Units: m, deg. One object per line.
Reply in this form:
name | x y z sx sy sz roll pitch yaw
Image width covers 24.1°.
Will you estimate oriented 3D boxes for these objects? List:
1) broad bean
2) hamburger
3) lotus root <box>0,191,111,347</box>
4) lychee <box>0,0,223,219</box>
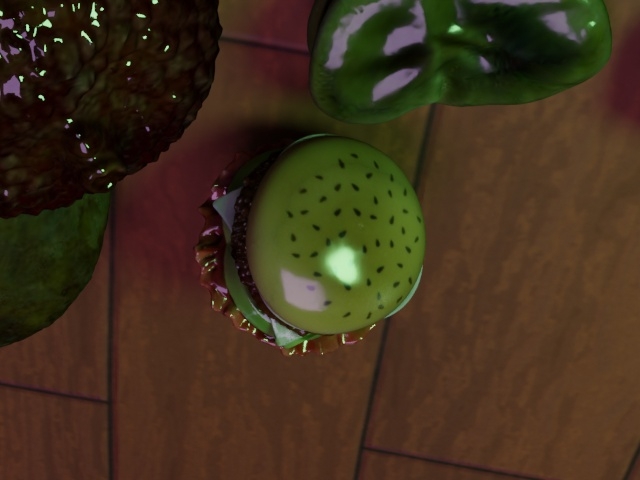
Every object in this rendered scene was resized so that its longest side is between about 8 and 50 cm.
broad bean | 0.090 -0.145 1.019 0.207 0.072 0.153 -11 138 7
hamburger | 0.003 0.000 1.104 0.175 0.175 0.137 28 163 -19
lotus root | -0.301 -0.048 1.136 0.142 0.210 0.314 -13 148 41
lychee | -0.195 -0.141 0.954 0.261 0.260 0.260 6 139 6
